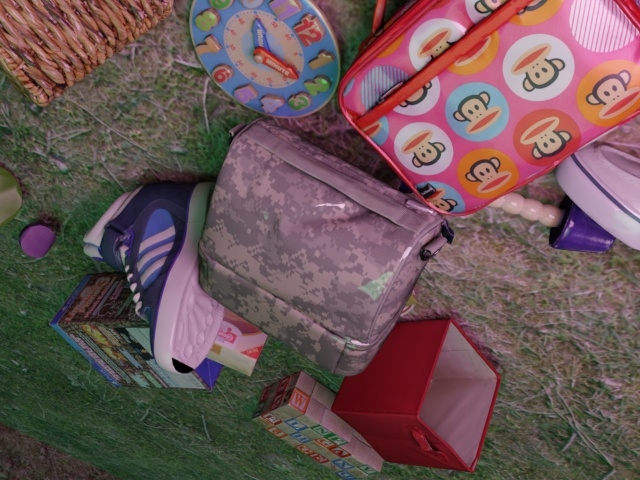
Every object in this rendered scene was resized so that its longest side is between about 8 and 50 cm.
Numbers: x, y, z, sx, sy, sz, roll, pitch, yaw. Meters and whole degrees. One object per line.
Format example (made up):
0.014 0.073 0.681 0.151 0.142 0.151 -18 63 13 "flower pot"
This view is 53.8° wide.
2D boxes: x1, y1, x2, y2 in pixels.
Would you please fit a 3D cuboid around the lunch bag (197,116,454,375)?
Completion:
0.000 0.000 0.846 0.305 0.212 0.256 31 144 15 "lunch bag"

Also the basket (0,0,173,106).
-0.364 -0.349 0.767 0.213 0.223 0.299 27 157 54 "basket"

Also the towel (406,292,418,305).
0.119 0.093 1.062 0.083 0.009 0.060 -19 125 39 "towel"

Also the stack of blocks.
0.012 0.434 1.459 0.297 0.087 0.171 37 138 -16 "stack of blocks"

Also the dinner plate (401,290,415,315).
0.094 0.083 1.083 0.141 0.017 0.141 14 141 12 "dinner plate"

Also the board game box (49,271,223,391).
-0.369 0.191 1.332 0.290 0.141 0.232 -5 133 30 "board game box"

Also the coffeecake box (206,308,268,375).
-0.148 0.122 1.111 0.142 0.186 0.068 23 141 0 "coffeecake box"

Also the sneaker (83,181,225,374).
-0.276 0.054 0.997 0.236 0.323 0.130 -5 151 21 "sneaker"

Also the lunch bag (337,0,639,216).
0.168 -0.187 0.653 0.258 0.120 0.293 45 128 -14 "lunch bag"

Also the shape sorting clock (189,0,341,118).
-0.071 -0.237 0.788 0.206 0.040 0.206 14 139 12 "shape sorting clock"

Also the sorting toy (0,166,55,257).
-0.666 -0.107 1.204 0.365 0.127 0.126 49 164 -31 "sorting toy"

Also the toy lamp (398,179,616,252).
0.241 -0.051 0.813 0.274 0.080 0.080 18 140 5 "toy lamp"

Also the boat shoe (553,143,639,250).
0.442 -0.036 0.663 0.367 0.136 0.157 35 131 17 "boat shoe"

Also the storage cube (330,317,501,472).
0.170 0.267 1.106 0.193 0.215 0.184 -12 130 44 "storage cube"
